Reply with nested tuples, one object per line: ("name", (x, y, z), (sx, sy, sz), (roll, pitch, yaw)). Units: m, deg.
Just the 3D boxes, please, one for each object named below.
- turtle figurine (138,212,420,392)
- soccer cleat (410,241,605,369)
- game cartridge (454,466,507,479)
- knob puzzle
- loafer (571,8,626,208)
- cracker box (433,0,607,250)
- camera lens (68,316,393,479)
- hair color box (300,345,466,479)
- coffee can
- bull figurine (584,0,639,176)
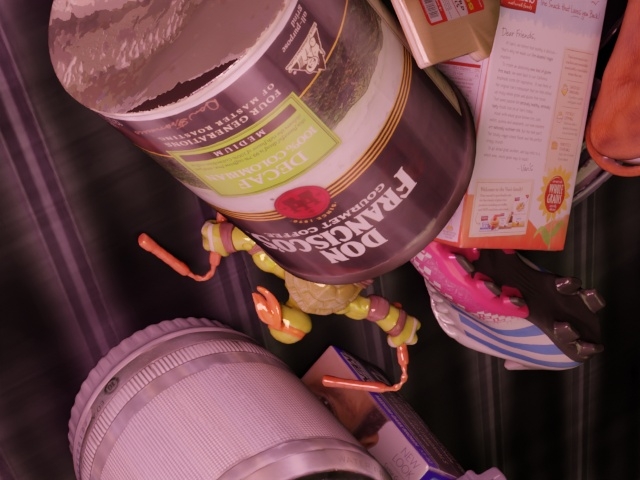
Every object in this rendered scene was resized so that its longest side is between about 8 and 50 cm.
("turtle figurine", (0.000, 0.000, 1.208), (0.269, 0.087, 0.217), (30, 88, -12))
("soccer cleat", (0.147, 0.047, 1.395), (0.143, 0.116, 0.331), (-18, 138, 38))
("game cartridge", (0.059, 0.350, 1.362), (0.297, 0.062, 0.198), (-28, 135, -15))
("knob puzzle", (0.078, -0.221, 1.061), (0.030, 0.213, 0.213), (-21, 152, 33))
("loafer", (0.270, -0.155, 1.328), (0.302, 0.109, 0.095), (-48, 122, 0))
("cracker box", (0.160, -0.111, 1.209), (0.155, 0.067, 0.232), (2, 100, -47))
("camera lens", (-0.077, 0.215, 1.213), (0.219, 0.274, 0.219), (-15, 123, -25))
("hair color box", (-0.027, 0.295, 1.429), (0.339, 0.185, 0.110), (-48, 141, 8))
("coffee can", (-0.033, -0.113, 1.024), (0.201, 0.201, 0.275), (-44, 141, 4))
("bull figurine", (0.329, -0.195, 1.209), (0.101, 0.188, 0.310), (-7, 115, -55))
